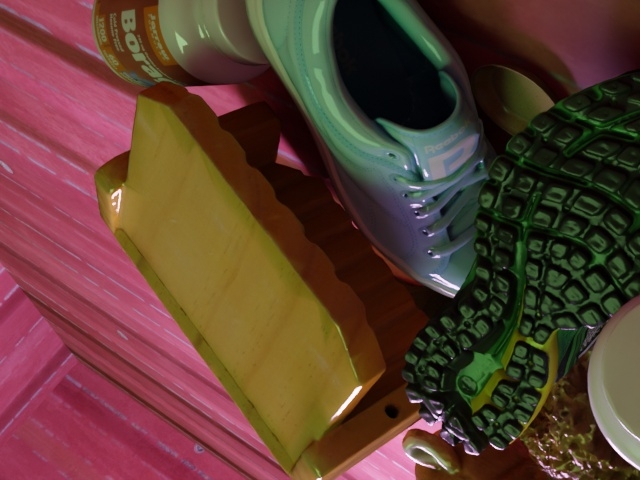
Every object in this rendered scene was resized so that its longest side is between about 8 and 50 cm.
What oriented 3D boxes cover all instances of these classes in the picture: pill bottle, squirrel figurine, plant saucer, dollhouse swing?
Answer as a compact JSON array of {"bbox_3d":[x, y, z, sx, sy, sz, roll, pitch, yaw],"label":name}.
[{"bbox_3d":[-0.103,-0.194,1.018,0.121,0.121,0.216,50,158,-27],"label":"pill bottle"},{"bbox_3d":[0.235,0.093,0.738,0.124,0.124,0.221,31,-179,24],"label":"pill bottle"},{"bbox_3d":[0.264,0.268,1.150,0.370,0.281,0.396,43,122,39],"label":"squirrel figurine"},{"bbox_3d":[0.154,-0.108,0.900,0.083,0.015,0.083,35,160,15],"label":"plant saucer"},{"bbox_3d":[0.000,0.000,1.071,0.346,0.315,0.305,52,140,14],"label":"dollhouse swing"}]

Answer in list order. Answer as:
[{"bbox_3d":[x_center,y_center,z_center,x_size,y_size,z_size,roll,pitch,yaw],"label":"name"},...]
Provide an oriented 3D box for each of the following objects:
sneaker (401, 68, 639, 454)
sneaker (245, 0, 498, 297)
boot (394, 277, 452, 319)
[{"bbox_3d":[0.175,0.003,0.854,0.134,0.146,0.343,40,134,11],"label":"sneaker"},{"bbox_3d":[0.072,-0.069,0.910,0.366,0.135,0.150,50,178,-27],"label":"sneaker"},{"bbox_3d":[0.132,0.129,1.360,0.213,0.077,0.165,23,154,52],"label":"boot"}]
